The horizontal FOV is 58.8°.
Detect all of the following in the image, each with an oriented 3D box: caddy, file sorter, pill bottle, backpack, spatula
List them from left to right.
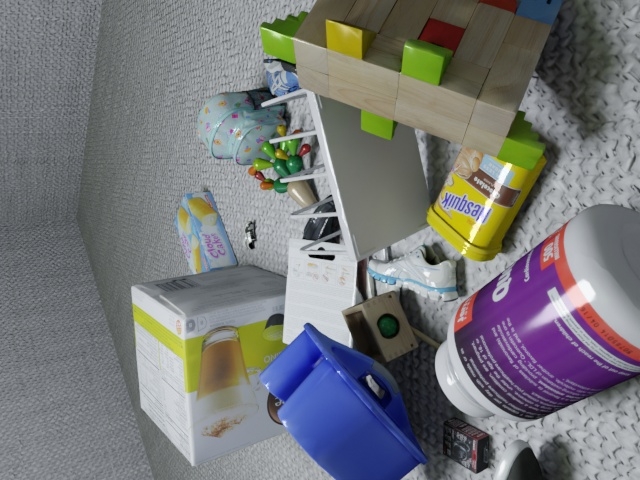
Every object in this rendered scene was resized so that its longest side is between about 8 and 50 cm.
[{"bbox_3d":[-0.184,-0.260,1.320,0.144,0.188,0.166,60,140,29],"label":"backpack"},{"bbox_3d":[0.039,-0.130,0.951,0.173,0.192,0.278,1,110,50],"label":"file sorter"},{"bbox_3d":[0.054,0.290,1.000,0.341,0.179,0.241,51,176,-29],"label":"caddy"},{"bbox_3d":[0.092,0.010,1.125,0.168,0.019,0.242,-1,95,61],"label":"spatula"},{"bbox_3d":[0.284,0.111,0.709,0.323,0.181,0.182,-52,55,47],"label":"pill bottle"}]

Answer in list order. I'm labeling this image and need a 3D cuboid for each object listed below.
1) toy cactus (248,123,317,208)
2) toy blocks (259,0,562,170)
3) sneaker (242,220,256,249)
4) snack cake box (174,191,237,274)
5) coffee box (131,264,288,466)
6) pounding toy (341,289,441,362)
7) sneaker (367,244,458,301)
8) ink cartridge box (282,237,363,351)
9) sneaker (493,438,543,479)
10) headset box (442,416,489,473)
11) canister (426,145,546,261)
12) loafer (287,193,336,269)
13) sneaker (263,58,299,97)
[{"bbox_3d":[-0.068,-0.149,1.276,0.180,0.112,0.219,54,138,7],"label":"toy cactus"},{"bbox_3d":[0.152,-0.286,0.761,0.381,0.261,0.191,23,159,13],"label":"toy blocks"},{"bbox_3d":[-0.186,-0.013,1.526,0.037,0.032,0.083,33,129,32],"label":"sneaker"},{"bbox_3d":[-0.351,0.004,1.717,0.152,0.089,0.264,-52,54,46],"label":"snack cake box"},{"bbox_3d":[-0.228,0.270,1.366,0.338,0.337,0.335,13,108,53],"label":"coffee box"},{"bbox_3d":[0.128,0.163,1.039,0.130,0.100,0.141,67,158,6],"label":"pounding toy"},{"bbox_3d":[0.163,0.044,0.989,0.190,0.071,0.083,14,102,45],"label":"sneaker"},{"bbox_3d":[0.012,0.119,1.185,0.189,0.066,0.233,7,92,38],"label":"ink cartridge box"},{"bbox_3d":[0.327,0.429,0.794,0.147,0.104,0.296,9,110,53],"label":"sneaker"},{"bbox_3d":[0.246,0.344,0.951,0.083,0.032,0.062,13,108,54],"label":"headset box"},{"bbox_3d":[0.239,-0.073,0.835,0.126,0.073,0.170,49,133,38],"label":"canister"},{"bbox_3d":[0.000,0.000,1.219,0.078,0.076,0.223,31,125,9],"label":"loafer"},{"bbox_3d":[-0.058,-0.350,1.224,0.211,0.080,0.081,-144,48,-59],"label":"sneaker"}]
